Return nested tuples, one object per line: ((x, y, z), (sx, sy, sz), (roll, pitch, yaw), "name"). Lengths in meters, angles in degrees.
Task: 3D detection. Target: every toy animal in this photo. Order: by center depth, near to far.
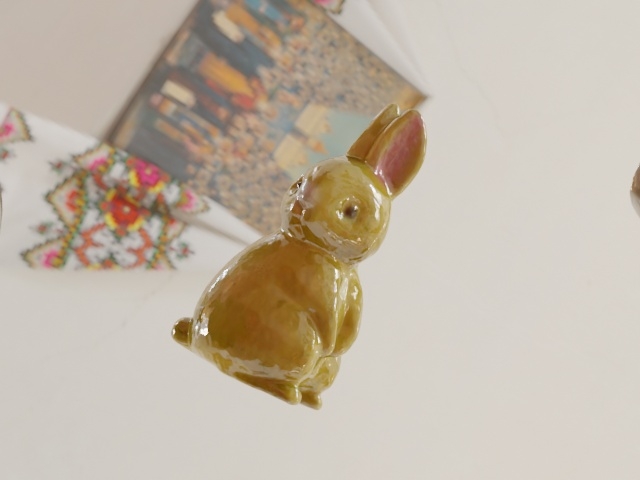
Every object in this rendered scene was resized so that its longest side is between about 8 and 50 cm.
((-0.003, -0.002, 0.660), (0.083, 0.070, 0.159), (29, -91, 17), "toy animal")

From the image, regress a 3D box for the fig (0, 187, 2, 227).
((-0.249, -0.039, 0.579), (0.235, 0.214, 0.235), (12, -71, 39), "fig")

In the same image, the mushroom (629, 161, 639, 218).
((0.309, 0.002, 0.957), (0.097, 0.212, 0.088), (-56, -170, -28), "mushroom")
